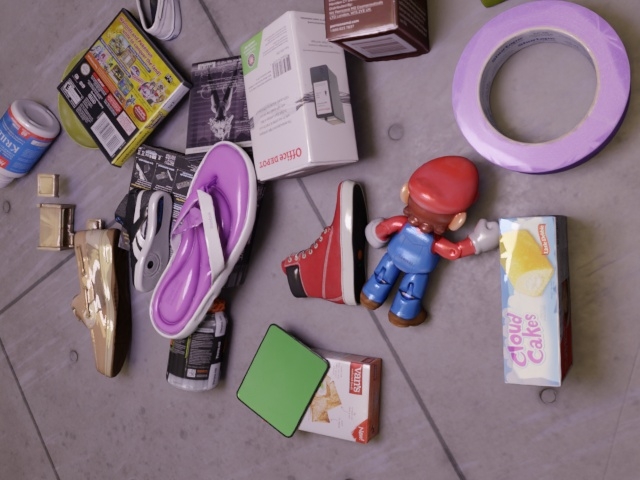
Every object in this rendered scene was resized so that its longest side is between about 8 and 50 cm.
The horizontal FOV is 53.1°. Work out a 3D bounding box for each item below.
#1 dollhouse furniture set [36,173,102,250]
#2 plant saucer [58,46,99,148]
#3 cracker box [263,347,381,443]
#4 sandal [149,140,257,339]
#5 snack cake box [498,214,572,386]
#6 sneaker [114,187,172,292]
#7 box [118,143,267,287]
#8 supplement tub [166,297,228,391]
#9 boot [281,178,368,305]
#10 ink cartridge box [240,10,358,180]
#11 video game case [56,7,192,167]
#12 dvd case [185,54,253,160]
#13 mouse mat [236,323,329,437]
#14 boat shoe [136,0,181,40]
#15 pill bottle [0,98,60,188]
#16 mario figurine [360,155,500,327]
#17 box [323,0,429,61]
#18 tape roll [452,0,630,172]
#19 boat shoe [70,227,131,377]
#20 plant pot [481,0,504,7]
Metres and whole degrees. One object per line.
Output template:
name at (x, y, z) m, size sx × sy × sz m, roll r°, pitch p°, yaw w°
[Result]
dollhouse furniture set at (-0.587, -0.066, 1.554) m, size 0.161 × 0.101 × 0.181 m, roll 3°, pitch 94°, yaw 1°
plant saucer at (-0.522, -0.336, 1.519) m, size 0.241 × 0.037 × 0.240 m, roll 1°, pitch 93°, yaw 25°
cracker box at (0.001, 0.300, 1.280) m, size 0.232 × 0.067 × 0.155 m, roll 3°, pitch 94°, yaw 25°
sandal at (-0.239, 0.006, 1.258) m, size 0.169 × 0.102 × 0.416 m, roll 21°, pitch 96°, yaw 26°
snack cake box at (0.355, 0.091, 1.051) m, size 0.089 × 0.152 × 0.264 m, roll -2°, pitch 91°, yaw 26°
sneaker at (-0.388, -0.005, 1.371) m, size 0.121 × 0.079 × 0.216 m, roll 11°, pitch 90°, yaw 29°
box at (-0.284, -0.059, 1.396) m, size 0.308 × 0.076 × 0.242 m, roll 17°, pitch 100°, yaw 24°
supplement tub at (-0.263, 0.217, 1.376) m, size 0.117 × 0.117 × 0.190 m, roll 13°, pitch 98°, yaw 25°
boot at (0.000, 0.000, 1.258) m, size 0.176 × 0.088 × 0.244 m, roll 6°, pitch 98°, yaw 27°
ink cartridge box at (-0.045, -0.261, 1.209) m, size 0.198 × 0.115 × 0.272 m, roll -7°, pitch 90°, yaw 56°
video game case at (-0.442, -0.341, 1.425) m, size 0.248 × 0.035 × 0.275 m, roll -45°, pitch 67°, yaw 12°
dvd case at (-0.200, -0.279, 1.338) m, size 0.165 × 0.018 × 0.221 m, roll -4°, pitch 75°, yaw 19°
mouse mat at (-0.079, 0.279, 1.277) m, size 0.153 × 0.007 × 0.189 m, roll 33°, pitch 107°, yaw 22°
boat shoe at (-0.367, -0.574, 1.406) m, size 0.095 × 0.084 × 0.258 m, roll -15°, pitch 86°, yaw 26°
pill bottle at (-0.760, -0.234, 1.592) m, size 0.221 × 0.124 × 0.124 m, roll -43°, pitch 74°, yaw 21°
mario figurine at (0.199, -0.006, 1.164) m, size 0.198 × 0.170 × 0.320 m, roll 18°, pitch 115°, yaw -12°
box at (0.094, -0.528, 1.127) m, size 0.143 × 0.191 × 0.381 m, roll -1°, pitch 92°, yaw 26°
tape roll at (0.364, -0.248, 1.066) m, size 0.275 × 0.090 × 0.274 m, roll 2°, pitch 94°, yaw 26°
boat shoe at (-0.507, 0.144, 1.474) m, size 0.110 × 0.121 × 0.341 m, roll -2°, pitch 88°, yaw 1°
plant pot at (0.308, -0.542, 1.014) m, size 0.228 × 0.207 × 0.227 m, roll -22°, pitch 84°, yaw 26°
